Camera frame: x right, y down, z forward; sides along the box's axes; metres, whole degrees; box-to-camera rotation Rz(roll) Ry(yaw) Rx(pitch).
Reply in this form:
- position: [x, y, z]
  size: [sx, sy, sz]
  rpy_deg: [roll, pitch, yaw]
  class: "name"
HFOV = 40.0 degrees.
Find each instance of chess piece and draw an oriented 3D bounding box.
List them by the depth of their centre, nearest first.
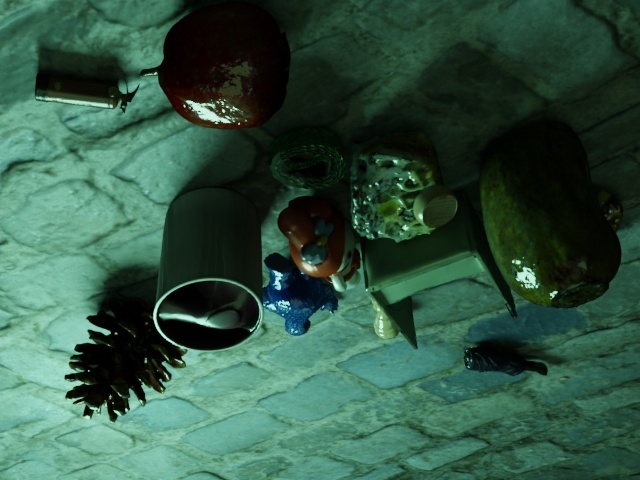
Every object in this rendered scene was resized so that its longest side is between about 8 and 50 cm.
- position: [0.213, -0.063, 1.631]
  size: [0.083, 0.038, 0.084]
  rpy_deg: [-13, 130, -16]
  class: "chess piece"
- position: [0.149, 0.167, 2.044]
  size: [0.066, 0.066, 0.122]
  rpy_deg: [-10, 133, 6]
  class: "chess piece"

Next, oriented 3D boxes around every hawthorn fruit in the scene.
- position: [-0.172, -0.286, 1.449]
  size: [0.249, 0.215, 0.215]
  rpy_deg: [1, 137, 5]
  class: "hawthorn fruit"

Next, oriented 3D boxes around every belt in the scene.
- position: [-0.026, -0.149, 1.681]
  size: [0.151, 0.079, 0.121]
  rpy_deg: [2, 137, -6]
  class: "belt"

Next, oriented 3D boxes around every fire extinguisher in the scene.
- position: [-0.411, -0.263, 1.555]
  size: [0.177, 0.050, 0.062]
  rpy_deg: [5, 98, -11]
  class: "fire extinguisher"

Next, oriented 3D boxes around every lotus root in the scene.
- position: [0.430, -0.033, 1.661]
  size: [0.250, 0.346, 0.250]
  rpy_deg: [-7, 143, -5]
  class: "lotus root"

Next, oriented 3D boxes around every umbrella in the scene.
- position: [0.471, 0.306, 2.228]
  size: [0.248, 0.071, 0.071]
  rpy_deg: [7, 136, -21]
  class: "umbrella"

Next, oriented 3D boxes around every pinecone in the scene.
- position: [-0.440, 0.260, 1.962]
  size: [0.244, 0.309, 0.244]
  rpy_deg: [25, 147, 18]
  class: "pinecone"

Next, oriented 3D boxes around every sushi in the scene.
- position: [0.141, -0.109, 1.694]
  size: [0.184, 0.139, 0.274]
  rpy_deg: [-9, 134, 1]
  class: "sushi"

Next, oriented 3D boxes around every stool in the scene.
- position: [0.249, 0.069, 1.871]
  size: [0.243, 0.170, 0.270]
  rpy_deg: [-21, 134, 19]
  class: "stool"

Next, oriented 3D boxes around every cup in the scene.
- position: [-0.217, 0.077, 1.766]
  size: [0.208, 0.273, 0.288]
  rpy_deg: [-3, 137, -2]
  class: "cup"

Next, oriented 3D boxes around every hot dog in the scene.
- position: [0.550, -0.013, 1.854]
  size: [0.146, 0.103, 0.213]
  rpy_deg: [21, 130, -23]
  class: "hot dog"

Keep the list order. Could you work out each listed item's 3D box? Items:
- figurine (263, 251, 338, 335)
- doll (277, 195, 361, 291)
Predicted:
- position: [-0.053, 0.131, 1.948]
  size: [0.164, 0.121, 0.262]
  rpy_deg: [-14, 138, 5]
  class: "figurine"
- position: [0.000, 0.000, 1.781]
  size: [0.130, 0.161, 0.290]
  rpy_deg: [-12, 145, 23]
  class: "doll"
